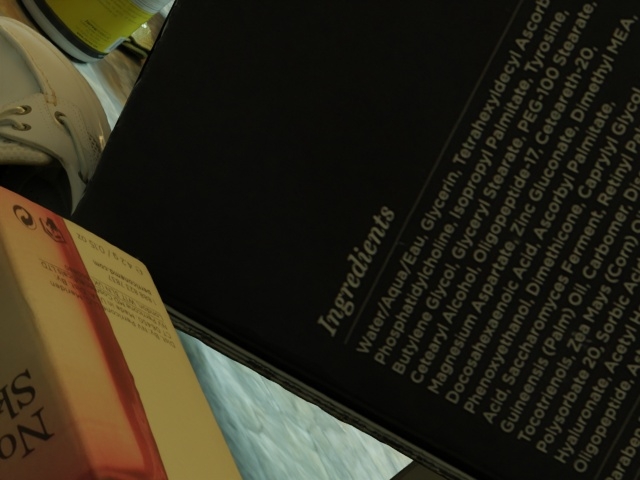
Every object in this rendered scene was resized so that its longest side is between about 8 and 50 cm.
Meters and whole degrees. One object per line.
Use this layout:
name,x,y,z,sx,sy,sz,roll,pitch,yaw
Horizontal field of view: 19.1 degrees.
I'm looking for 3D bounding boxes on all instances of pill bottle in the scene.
pill bottle,-0.153,-0.238,1.564,0.103,0.184,0.103,47,14,-16

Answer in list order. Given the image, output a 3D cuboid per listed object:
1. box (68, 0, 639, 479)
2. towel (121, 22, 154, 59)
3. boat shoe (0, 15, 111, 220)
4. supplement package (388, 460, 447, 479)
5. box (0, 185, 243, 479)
box,0.166,-0.021,1.182,0.472,0.297,0.480,27,9,8
towel,-0.202,-0.231,1.715,0.110,0.027,0.148,34,22,-51
boat shoe,-0.182,-0.041,1.174,0.096,0.098,0.277,29,28,-58
supplement package,0.113,0.225,1.268,0.177,0.175,0.293,52,14,10
box,-0.131,0.115,0.851,0.127,0.148,0.232,33,23,-50
